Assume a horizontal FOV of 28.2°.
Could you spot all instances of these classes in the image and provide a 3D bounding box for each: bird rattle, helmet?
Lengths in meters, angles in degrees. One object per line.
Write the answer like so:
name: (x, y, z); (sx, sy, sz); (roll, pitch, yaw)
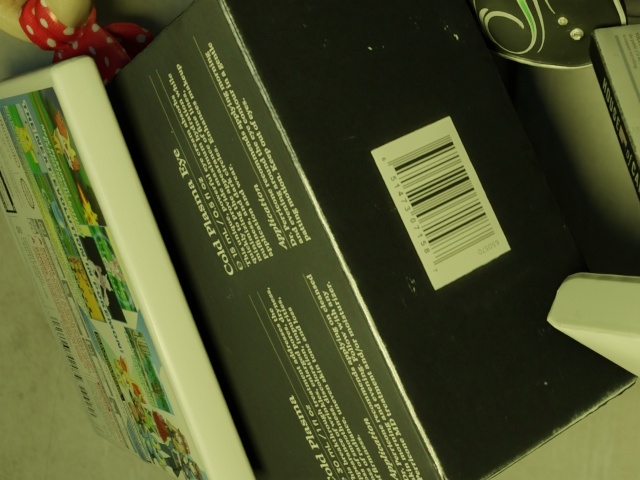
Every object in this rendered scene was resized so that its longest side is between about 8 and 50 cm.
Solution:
bird rattle: (-0.253, -0.212, 1.046); (0.253, 0.143, 0.207); (38, 151, 24)
helmet: (0.159, -0.213, 0.837); (0.169, 0.169, 0.162); (17, 132, 24)

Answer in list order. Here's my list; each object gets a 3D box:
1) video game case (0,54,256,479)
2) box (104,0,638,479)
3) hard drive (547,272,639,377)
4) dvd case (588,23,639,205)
video game case: (-0.176, 0.026, 0.994); (0.300, 0.036, 0.329); (5, 117, 62)
box: (0.000, 0.000, 0.912); (0.312, 0.179, 0.343); (-22, 93, 58)
hard drive: (0.311, 0.108, 0.760); (0.203, 0.307, 0.040); (3, 65, 63)
dvd case: (0.297, -0.070, 0.754); (0.238, 0.179, 0.030); (-7, 142, -1)
